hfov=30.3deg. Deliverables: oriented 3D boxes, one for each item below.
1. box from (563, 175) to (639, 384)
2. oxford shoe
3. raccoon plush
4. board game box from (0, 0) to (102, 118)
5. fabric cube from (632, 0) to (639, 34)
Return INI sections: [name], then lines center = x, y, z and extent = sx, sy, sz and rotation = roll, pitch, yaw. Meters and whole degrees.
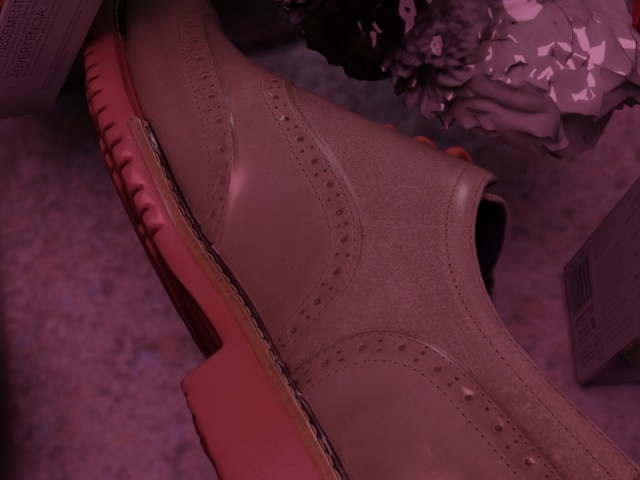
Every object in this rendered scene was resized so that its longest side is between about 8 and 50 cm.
[box]
center = 0.163, -0.012, 0.433
extent = 0.063, 0.324, 0.067
rotation = -3, 70, -5
[oxford shoe]
center = 0.000, 0.000, 0.513
extent = 0.147, 0.140, 0.397
rotation = -24, 53, -3
[raccoon plush]
center = 0.010, -0.281, 0.518
extent = 0.446, 0.299, 0.216
rotation = 33, 45, 22
[board game box]
center = -0.172, -0.229, 0.510
extent = 0.053, 0.193, 0.305
rotation = -17, 67, -40
[fabric cube]
center = 0.295, -0.237, 0.539
extent = 0.258, 0.259, 0.254
rotation = 6, 72, 9
